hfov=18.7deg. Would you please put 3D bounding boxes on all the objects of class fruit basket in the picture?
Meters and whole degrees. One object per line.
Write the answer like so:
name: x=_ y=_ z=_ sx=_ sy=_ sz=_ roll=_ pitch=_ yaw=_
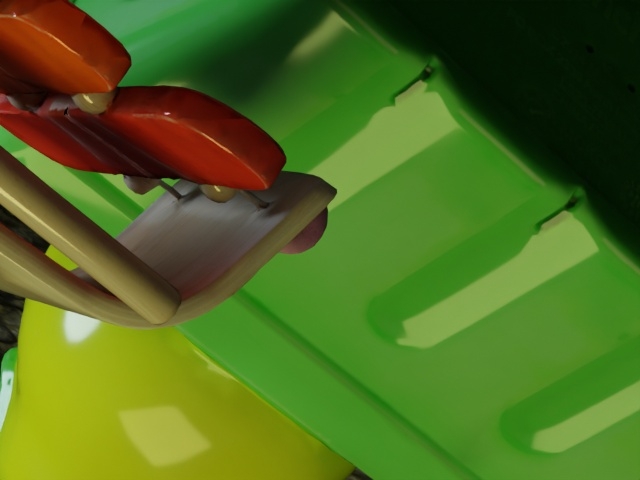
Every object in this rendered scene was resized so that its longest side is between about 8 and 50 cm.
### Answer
fruit basket: x=0.000 y=0.000 z=0.887 sx=0.392 sy=0.283 sz=0.392 roll=13 pitch=142 yaw=11

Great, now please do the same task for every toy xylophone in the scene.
toy xylophone: x=-0.131 y=-0.067 z=0.569 sx=0.323 sy=0.081 sz=0.236 roll=39 pitch=167 yaw=-30
